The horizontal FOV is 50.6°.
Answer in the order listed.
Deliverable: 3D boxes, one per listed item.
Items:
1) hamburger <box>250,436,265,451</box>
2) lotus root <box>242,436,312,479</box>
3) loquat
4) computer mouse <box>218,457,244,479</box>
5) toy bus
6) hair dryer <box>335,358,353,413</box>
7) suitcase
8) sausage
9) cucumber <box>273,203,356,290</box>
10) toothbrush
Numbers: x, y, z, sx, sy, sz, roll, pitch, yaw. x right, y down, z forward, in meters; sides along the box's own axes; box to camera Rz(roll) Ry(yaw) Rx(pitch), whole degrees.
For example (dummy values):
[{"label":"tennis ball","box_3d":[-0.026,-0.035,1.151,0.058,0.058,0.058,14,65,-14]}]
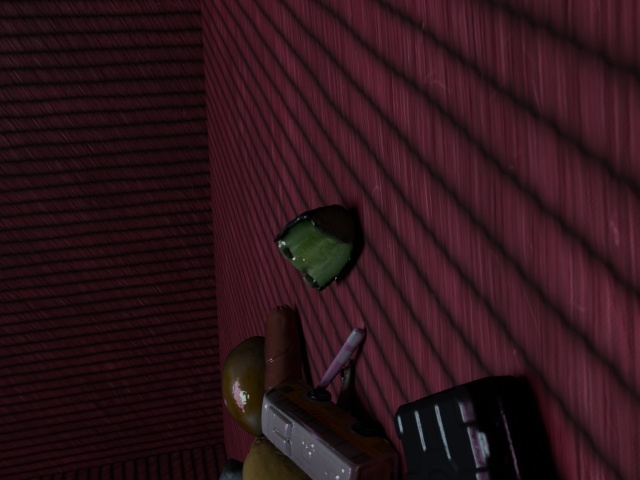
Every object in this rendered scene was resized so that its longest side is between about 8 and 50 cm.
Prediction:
[{"label":"hamburger","box_3d":[-0.104,0.501,1.560,0.147,0.083,0.138,8,-96,-62]},{"label":"lotus root","box_3d":[-0.030,0.410,1.041,0.303,0.146,0.131,27,88,51]},{"label":"loquat","box_3d":[-0.135,0.324,1.526,0.179,0.179,0.227,106,150,-57]},{"label":"computer mouse","box_3d":[-0.172,0.528,1.354,0.379,0.090,0.167,146,119,-67]},{"label":"toy bus","box_3d":[0.007,0.295,0.998,0.268,0.106,0.092,22,112,54]},{"label":"hair dryer","box_3d":[0.048,0.310,1.081,0.167,0.067,0.199,61,140,36]},{"label":"suitcase","box_3d":[0.146,0.274,0.598,0.206,0.066,0.286,121,141,-68]},{"label":"sausage","box_3d":[-0.073,0.337,1.374,0.088,0.087,0.433,110,160,-61]},{"label":"cucumber","box_3d":[0.000,0.000,1.032,0.115,0.086,0.193,38,160,-2]},{"label":"toothbrush","box_3d":[0.012,0.221,1.082,0.286,0.020,0.025,117,171,-46]}]
